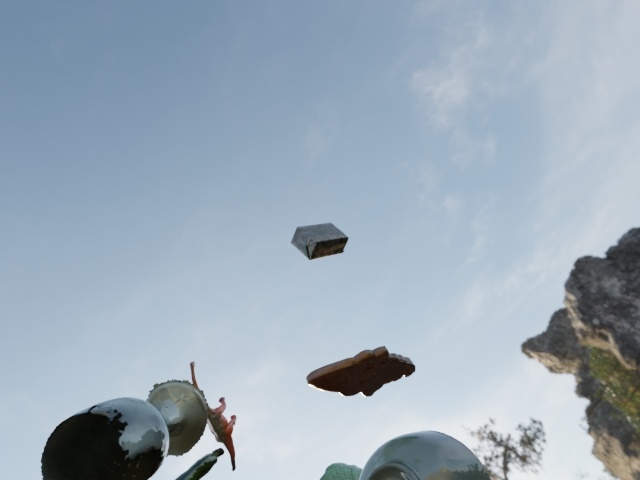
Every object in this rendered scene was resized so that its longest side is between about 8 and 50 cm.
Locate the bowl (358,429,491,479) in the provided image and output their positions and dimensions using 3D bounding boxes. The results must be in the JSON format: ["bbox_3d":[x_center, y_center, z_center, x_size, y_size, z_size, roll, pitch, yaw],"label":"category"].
[{"bbox_3d":[0.170,0.502,0.912,0.146,0.289,0.289,33,-82,-40],"label":"bowl"}]

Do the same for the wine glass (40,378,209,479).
[{"bbox_3d":[-0.288,0.306,0.753,0.143,0.143,0.321,-44,-10,-2],"label":"wine glass"}]

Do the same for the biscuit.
[{"bbox_3d":[0.096,0.309,1.116,0.280,0.043,0.183,2,-52,-20],"label":"biscuit"}]

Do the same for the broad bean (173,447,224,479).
[{"bbox_3d":[-0.284,0.504,0.942,0.297,0.043,0.060,-42,-37,-54],"label":"broad bean"}]

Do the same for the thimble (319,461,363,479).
[{"bbox_3d":[0.075,0.696,1.231,0.219,0.150,0.218,-15,-73,-60],"label":"thimble"}]

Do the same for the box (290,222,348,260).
[{"bbox_3d":[0.000,0.000,0.904,0.098,0.062,0.045,-9,-49,-44],"label":"box"}]

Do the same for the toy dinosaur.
[{"bbox_3d":[-0.235,0.393,1.081,0.055,0.101,0.279,-25,-86,0],"label":"toy dinosaur"}]
